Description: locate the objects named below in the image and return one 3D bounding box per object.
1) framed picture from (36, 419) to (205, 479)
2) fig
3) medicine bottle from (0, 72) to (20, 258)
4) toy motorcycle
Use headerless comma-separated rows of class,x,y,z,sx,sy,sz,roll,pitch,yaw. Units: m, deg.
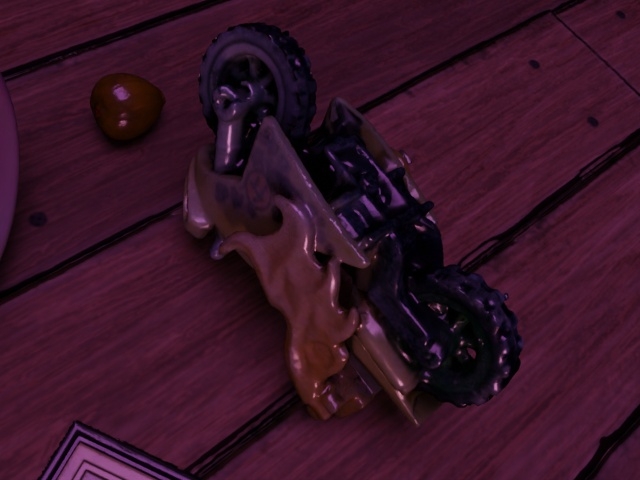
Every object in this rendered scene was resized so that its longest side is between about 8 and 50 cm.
framed picture,-0.174,0.278,0.553,0.199,0.010,0.195,26,58,-1
fig,-0.216,-0.154,0.748,0.074,0.074,0.088,48,45,13
medicine bottle,-0.444,-0.063,0.522,0.325,0.256,0.256,6,60,-4
toy motorcycle,0.000,0.000,0.630,0.169,0.237,0.410,-27,73,-42
